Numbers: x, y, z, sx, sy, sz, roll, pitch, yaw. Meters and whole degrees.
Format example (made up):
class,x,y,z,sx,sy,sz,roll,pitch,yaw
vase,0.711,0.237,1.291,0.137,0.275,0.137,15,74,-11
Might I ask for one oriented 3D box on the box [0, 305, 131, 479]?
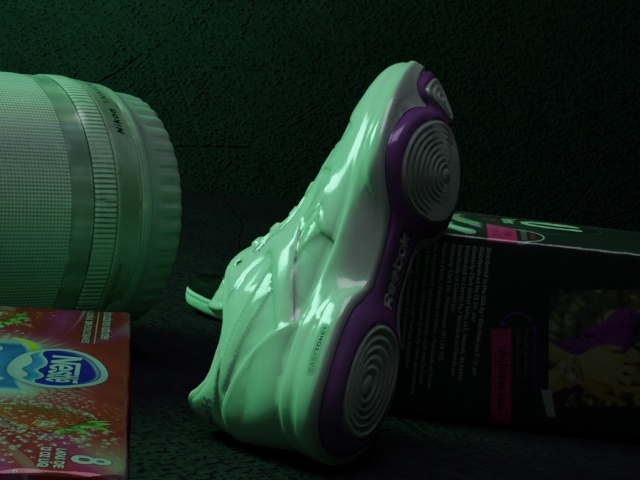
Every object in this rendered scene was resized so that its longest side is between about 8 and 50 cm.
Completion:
class,x,y,z,sx,sy,sz,roll,pitch,yaw
box,-0.136,0.107,0.518,0.122,0.128,0.257,5,7,-8

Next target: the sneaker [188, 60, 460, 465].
class,x,y,z,sx,sy,sz,roll,pitch,yaw
sneaker,0.000,0.000,0.932,0.152,0.305,0.114,1,-34,34

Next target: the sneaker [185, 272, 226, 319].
class,x,y,z,sx,sy,sz,roll,pitch,yaw
sneaker,-0.029,0.022,1.286,0.217,0.121,0.079,11,8,33

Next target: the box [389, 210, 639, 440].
class,x,y,z,sx,sy,sz,roll,pitch,yaw
box,0.187,0.062,1.061,0.270,0.143,0.165,7,8,4

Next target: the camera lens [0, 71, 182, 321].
class,x,y,z,sx,sy,sz,roll,pitch,yaw
camera lens,-0.277,-0.026,1.086,0.274,0.219,0.219,0,9,-38
